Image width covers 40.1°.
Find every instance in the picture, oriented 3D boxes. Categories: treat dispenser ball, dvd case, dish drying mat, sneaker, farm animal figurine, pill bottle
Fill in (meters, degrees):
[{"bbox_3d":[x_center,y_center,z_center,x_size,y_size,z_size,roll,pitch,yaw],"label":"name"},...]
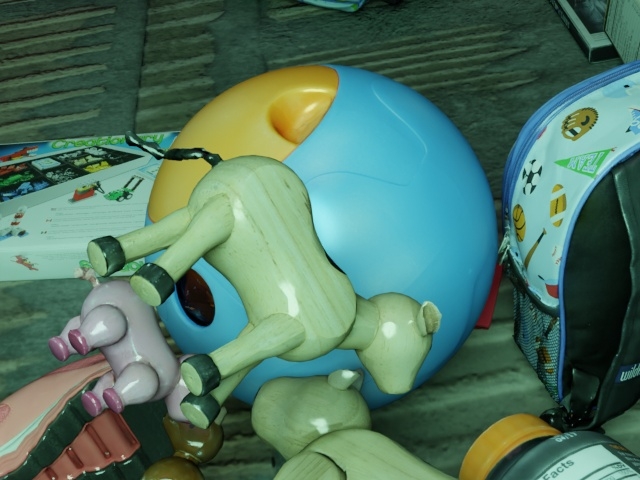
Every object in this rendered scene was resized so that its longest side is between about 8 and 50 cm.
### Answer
[{"bbox_3d":[0.000,0.000,0.724,0.288,0.288,0.288,-6,43,6],"label":"treat dispenser ball"},{"bbox_3d":[0.408,-0.323,1.176,0.179,0.030,0.239,-10,43,0],"label":"dvd case"},{"bbox_3d":[0.154,0.052,0.842,0.032,0.008,0.083,6,46,19],"label":"dish drying mat"},{"bbox_3d":[-0.254,0.190,0.734,0.313,0.116,0.136,-28,16,-9],"label":"sneaker"},{"bbox_3d":[0.005,0.129,0.518,0.326,0.330,0.172,39,49,21],"label":"farm animal figurine"},{"bbox_3d":[0.192,0.209,0.559,0.130,0.130,0.245,-26,31,-16],"label":"pill bottle"}]

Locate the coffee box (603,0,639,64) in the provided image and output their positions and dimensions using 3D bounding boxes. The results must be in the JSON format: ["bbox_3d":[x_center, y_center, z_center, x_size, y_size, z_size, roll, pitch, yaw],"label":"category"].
[{"bbox_3d":[0.433,-0.214,0.981,0.141,0.098,0.247,-10,50,0],"label":"coffee box"}]

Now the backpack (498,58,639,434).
[{"bbox_3d":[0.268,-0.015,0.700,0.276,0.263,0.213,-20,44,-9],"label":"backpack"}]

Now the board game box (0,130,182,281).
[{"bbox_3d":[-0.255,-0.043,0.998,0.305,0.053,0.193,-3,44,9],"label":"board game box"}]

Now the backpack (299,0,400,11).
[{"bbox_3d":[-0.004,-0.479,1.296,0.355,0.273,0.290,25,53,6],"label":"backpack"}]
